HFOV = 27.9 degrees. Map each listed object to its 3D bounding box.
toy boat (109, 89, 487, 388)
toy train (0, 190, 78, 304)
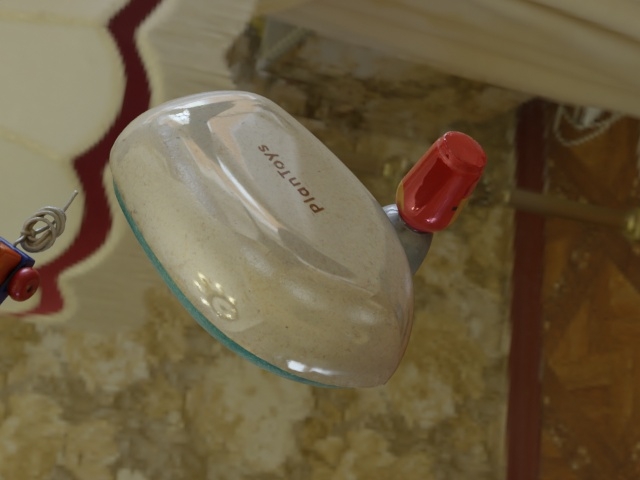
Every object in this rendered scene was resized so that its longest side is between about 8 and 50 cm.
[{"bbox_3d":[0.000,0.000,0.990,0.267,0.318,0.148,52,131,21],"label":"toy boat"},{"bbox_3d":[-0.370,0.005,1.419,0.248,0.105,0.143,-53,-18,-16],"label":"toy train"}]
